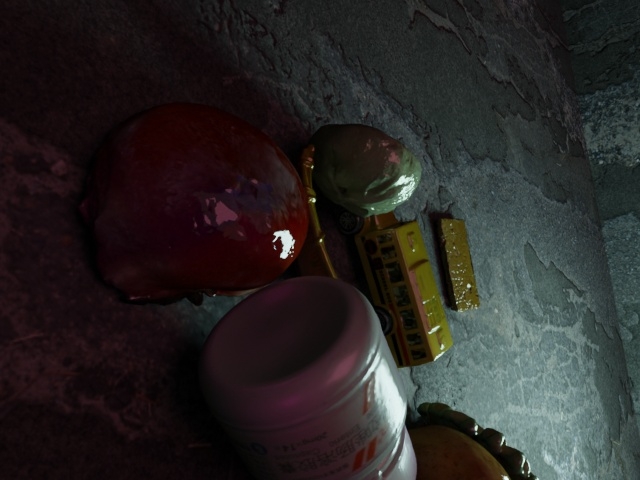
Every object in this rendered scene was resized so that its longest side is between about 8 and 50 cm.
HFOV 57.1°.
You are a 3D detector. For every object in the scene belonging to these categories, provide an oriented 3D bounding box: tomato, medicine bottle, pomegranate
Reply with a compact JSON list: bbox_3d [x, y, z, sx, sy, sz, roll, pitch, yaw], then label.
[{"bbox_3d":[-0.139,-0.067,0.790,0.335,0.176,0.290,4,72,-48],"label":"tomato"},{"bbox_3d":[-0.002,0.227,0.795,0.241,0.241,0.302,-55,133,-44],"label":"medicine bottle"},{"bbox_3d":[0.189,0.443,0.956,0.281,0.281,0.281,19,64,-46],"label":"pomegranate"}]

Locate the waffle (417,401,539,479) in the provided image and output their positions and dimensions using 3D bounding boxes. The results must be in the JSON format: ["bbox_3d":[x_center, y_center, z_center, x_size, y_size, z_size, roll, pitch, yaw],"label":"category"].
[{"bbox_3d":[0.324,0.434,1.114,0.056,0.292,0.309,-39,108,-19],"label":"waffle"}]

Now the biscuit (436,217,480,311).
[{"bbox_3d":[0.335,0.059,1.437,0.131,0.025,0.231,1,78,-49],"label":"biscuit"}]

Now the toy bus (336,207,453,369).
[{"bbox_3d":[0.147,0.069,1.129,0.121,0.123,0.336,-19,94,-52],"label":"toy bus"}]

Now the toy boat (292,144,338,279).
[{"bbox_3d":[-0.006,0.004,0.971,0.099,0.141,0.318,-18,87,-11],"label":"toy boat"}]

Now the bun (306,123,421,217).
[{"bbox_3d":[0.067,-0.115,1.035,0.204,0.212,0.126,30,79,-26],"label":"bun"}]
